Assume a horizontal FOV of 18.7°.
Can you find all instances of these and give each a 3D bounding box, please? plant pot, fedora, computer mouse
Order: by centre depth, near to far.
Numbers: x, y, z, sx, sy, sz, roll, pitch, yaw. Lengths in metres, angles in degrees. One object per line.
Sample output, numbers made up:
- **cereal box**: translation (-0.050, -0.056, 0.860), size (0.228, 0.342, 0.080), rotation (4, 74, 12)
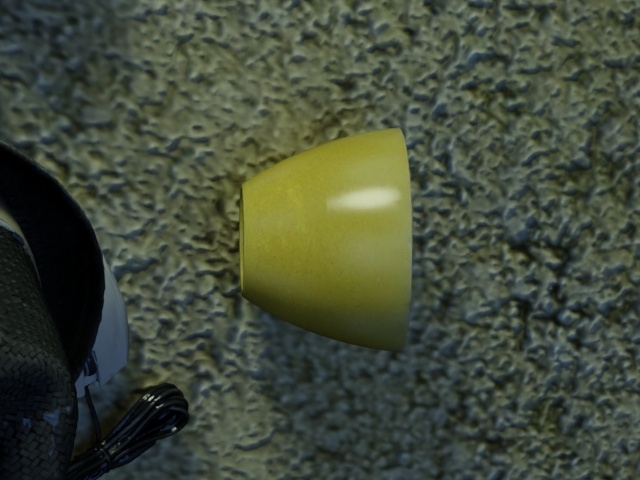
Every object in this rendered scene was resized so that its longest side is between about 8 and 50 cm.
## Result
- **fedora**: translation (-0.237, 0.105, 0.966), size (0.334, 0.152, 0.334), rotation (-18, 131, -23)
- **computer mouse**: translation (-0.142, 0.060, 1.124), size (0.106, 0.042, 0.193), rotation (-28, 119, -21)
- **plant pot**: translation (0.000, 0.000, 1.157), size (0.095, 0.134, 0.134), rotation (0, 108, -4)
